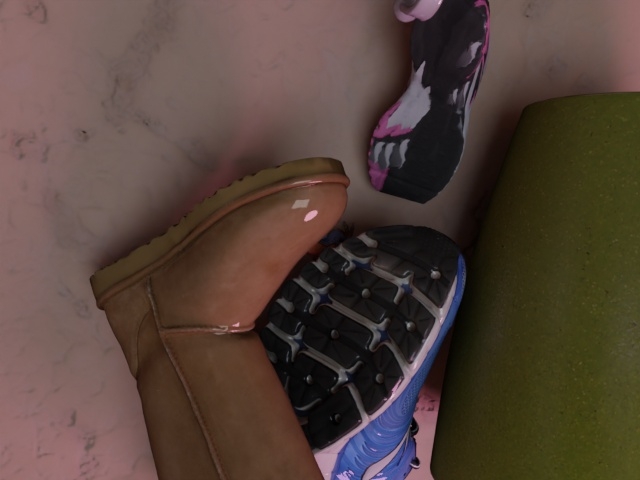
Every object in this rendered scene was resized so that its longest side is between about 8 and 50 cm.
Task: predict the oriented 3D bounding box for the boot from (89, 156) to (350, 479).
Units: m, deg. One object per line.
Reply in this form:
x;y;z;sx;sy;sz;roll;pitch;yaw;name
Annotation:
-0.032;0.109;0.531;0.236;0.089;0.269;-30;76;31;boot

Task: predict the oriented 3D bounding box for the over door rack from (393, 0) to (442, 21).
0.002;-0.329;0.494;0.240;0.108;0.324;15;89;-19;over door rack

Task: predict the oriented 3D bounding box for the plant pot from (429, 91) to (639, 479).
0.227;0.041;0.600;0.275;0.275;0.293;0;92;-15;plant pot

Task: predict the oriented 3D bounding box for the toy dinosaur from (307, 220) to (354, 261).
0.000;0.000;0.609;0.047;0.090;0.082;-58;156;18;toy dinosaur

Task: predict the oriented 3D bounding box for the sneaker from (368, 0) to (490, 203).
0.096;-0.111;0.600;0.072;0.077;0.178;28;124;11;sneaker

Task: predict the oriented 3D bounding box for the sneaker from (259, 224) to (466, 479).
0.020;0.131;0.631;0.147;0.130;0.330;4;121;-52;sneaker
